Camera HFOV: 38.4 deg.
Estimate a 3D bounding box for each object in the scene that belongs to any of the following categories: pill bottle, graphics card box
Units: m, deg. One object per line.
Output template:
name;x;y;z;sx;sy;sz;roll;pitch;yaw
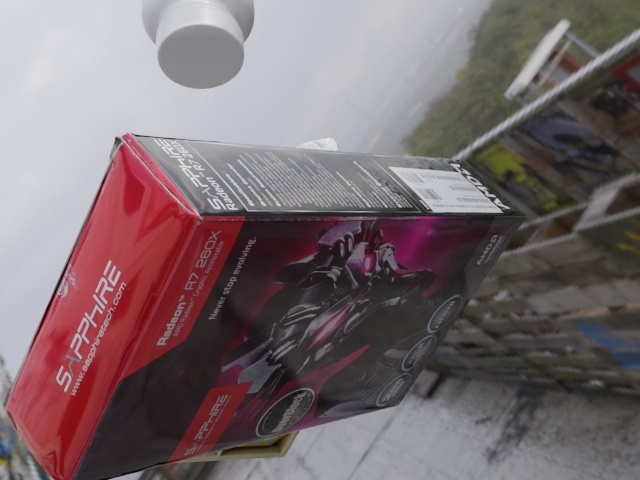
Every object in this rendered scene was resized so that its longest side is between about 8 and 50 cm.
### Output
pill bottle;-0.137;-0.277;1.017;0.124;0.124;0.221;-51;35;44
graphics card box;-0.023;0.046;0.702;0.371;0.094;0.233;-2;-51;-49

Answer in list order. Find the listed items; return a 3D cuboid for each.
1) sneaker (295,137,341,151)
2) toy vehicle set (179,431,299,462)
sneaker;0.000;0.000;1.174;0.094;0.153;0.235;-12;44;18
toy vehicle set;-0.119;0.158;0.946;0.035;0.267;0.166;55;127;43
